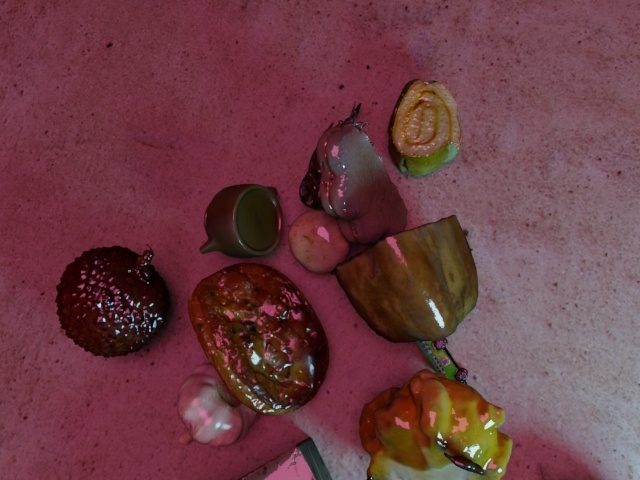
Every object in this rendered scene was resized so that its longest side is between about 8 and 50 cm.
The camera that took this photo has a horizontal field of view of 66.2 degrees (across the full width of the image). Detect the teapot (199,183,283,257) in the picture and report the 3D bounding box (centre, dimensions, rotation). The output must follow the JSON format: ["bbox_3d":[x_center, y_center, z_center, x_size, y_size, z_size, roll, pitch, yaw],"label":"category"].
[{"bbox_3d":[-0.210,-0.057,1.261,0.175,0.185,0.268,0,39,36],"label":"teapot"}]

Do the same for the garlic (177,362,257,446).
[{"bbox_3d":[-0.278,0.412,1.146,0.226,0.199,0.199,-44,73,21],"label":"garlic"}]

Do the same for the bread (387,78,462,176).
[{"bbox_3d":[0.273,-0.302,1.295,0.186,0.124,0.257,5,74,1],"label":"bread"}]

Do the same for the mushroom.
[{"bbox_3d":[0.000,0.000,1.230,0.166,0.166,0.127,29,42,13],"label":"mushroom"}]

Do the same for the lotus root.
[{"bbox_3d":[0.207,0.099,1.141,0.316,0.316,0.250,-26,88,-1],"label":"lotus root"}]

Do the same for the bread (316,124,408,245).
[{"bbox_3d":[0.089,-0.099,1.155,0.102,0.337,0.183,2,51,43],"label":"bread"}]

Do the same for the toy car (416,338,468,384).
[{"bbox_3d":[0.286,0.276,1.160,0.062,0.071,0.165,-36,74,12],"label":"toy car"}]

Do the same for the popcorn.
[{"bbox_3d":[0.230,0.392,1.023,0.316,0.297,0.281,-2,33,24],"label":"popcorn"}]

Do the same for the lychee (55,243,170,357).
[{"bbox_3d":[-0.491,0.138,1.180,0.264,0.264,0.300,41,103,15],"label":"lychee"}]

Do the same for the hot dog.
[{"bbox_3d":[-0.146,0.222,1.160,0.267,0.174,0.387,-30,73,-25],"label":"hot dog"}]

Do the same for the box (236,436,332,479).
[{"bbox_3d":[-0.118,0.581,1.040,0.297,0.225,0.190,-30,72,-3],"label":"box"}]

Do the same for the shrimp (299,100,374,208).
[{"bbox_3d":[0.065,-0.216,1.295,0.137,0.172,0.372,15,59,38],"label":"shrimp"}]
